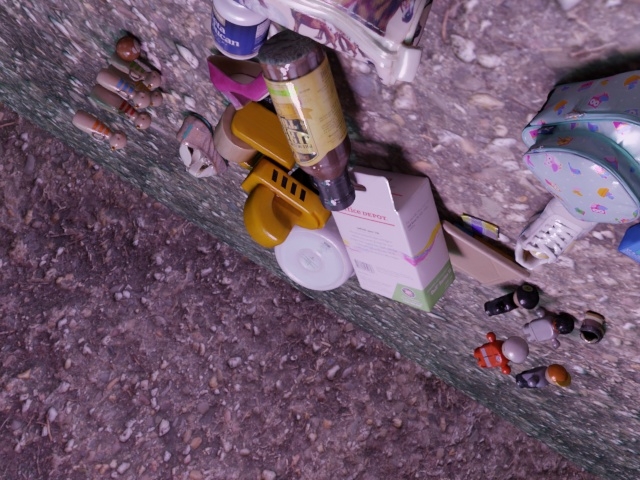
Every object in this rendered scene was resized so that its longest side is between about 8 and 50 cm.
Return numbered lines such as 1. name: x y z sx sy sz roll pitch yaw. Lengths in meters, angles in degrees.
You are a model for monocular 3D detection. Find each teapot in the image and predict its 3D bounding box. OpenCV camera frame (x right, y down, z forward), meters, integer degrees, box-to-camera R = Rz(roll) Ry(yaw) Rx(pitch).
1. teapot: 0.000 0.000 1.694 0.252 0.187 0.256 4 128 22

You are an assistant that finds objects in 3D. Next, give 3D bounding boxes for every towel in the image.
1. towel: 0.334 -0.028 1.253 0.083 0.009 0.060 25 165 23

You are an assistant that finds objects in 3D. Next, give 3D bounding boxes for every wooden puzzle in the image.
1. wooden puzzle: 0.340 0.028 1.373 0.220 0.044 0.238 32 170 -3

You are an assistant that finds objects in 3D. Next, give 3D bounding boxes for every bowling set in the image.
1. bowling set: -0.441 -0.358 1.410 0.154 0.287 0.200 30 133 -21

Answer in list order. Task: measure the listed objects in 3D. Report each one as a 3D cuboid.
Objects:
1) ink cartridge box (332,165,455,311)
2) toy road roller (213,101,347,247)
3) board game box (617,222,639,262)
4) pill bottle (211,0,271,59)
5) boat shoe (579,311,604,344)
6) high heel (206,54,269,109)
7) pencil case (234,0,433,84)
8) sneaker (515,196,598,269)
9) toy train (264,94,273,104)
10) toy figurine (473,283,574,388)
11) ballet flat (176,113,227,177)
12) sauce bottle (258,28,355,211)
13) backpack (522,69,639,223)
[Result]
1. ink cartridge box: 0.144 -0.034 1.286 0.207 0.119 0.354 17 141 43
2. toy road roller: -0.120 -0.133 1.355 0.329 0.241 0.202 34 165 -12
3. board game box: 0.561 0.012 0.860 0.160 0.047 0.210 31 166 3
4. pill bottle: -0.119 -0.357 0.916 0.094 0.094 0.169 32 165 -4
5. boat shoe: 0.621 0.212 1.384 0.056 0.049 0.152 21 162 34
6. high heel: -0.135 -0.325 1.125 0.117 0.082 0.244 55 158 -19
7. pencil case: -0.053 -0.326 0.672 0.410 0.184 0.160 26 153 -2
8. sneaker: 0.398 -0.014 1.009 0.087 0.092 0.229 31 164 9
9. toy train: -0.063 -0.266 1.230 0.158 0.027 0.036 35 168 -11
10. toy figurine: 0.489 0.231 1.411 0.209 0.213 0.148 32 149 -14
11. ballet flat: -0.346 -0.244 1.706 0.107 0.106 0.316 28 165 14
12. sauce bottle: -0.007 -0.193 1.053 0.111 0.111 0.344 20 147 36
13. backpack: 0.351 -0.108 0.708 0.166 0.144 0.188 43 159 -19
